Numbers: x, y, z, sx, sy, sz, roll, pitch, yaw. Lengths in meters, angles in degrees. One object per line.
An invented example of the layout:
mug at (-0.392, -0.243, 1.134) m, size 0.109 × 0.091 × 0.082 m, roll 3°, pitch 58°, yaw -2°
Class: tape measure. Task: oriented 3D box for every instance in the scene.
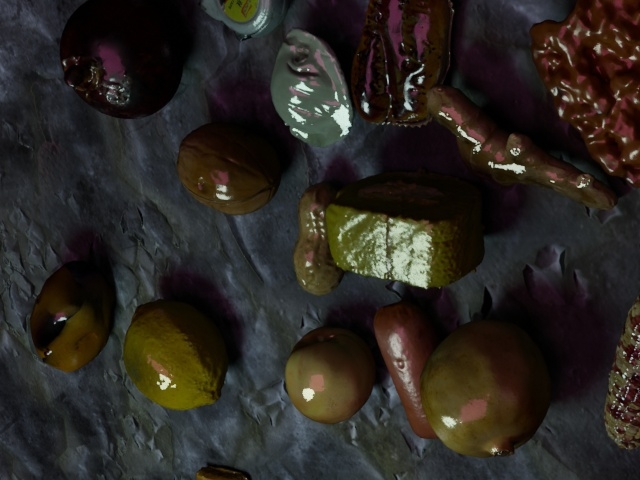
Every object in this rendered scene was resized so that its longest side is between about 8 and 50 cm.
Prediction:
tape measure at (-0.089, -0.479, 1.776) m, size 0.164 × 0.084 × 0.330 m, roll 41°, pitch 131°, yaw 8°

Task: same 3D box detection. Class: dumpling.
dumpling at (-0.006, -0.260, 1.829) m, size 0.152 × 0.108 × 0.219 m, roll 6°, pitch 130°, yaw 13°

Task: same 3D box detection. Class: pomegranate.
pomegranate at (0.277, 0.249, 1.809) m, size 0.233 × 0.233 × 0.233 m, roll 16°, pitch 121°, yaw 28°

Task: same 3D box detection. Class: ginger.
ginger at (0.303, -0.129, 1.672) m, size 0.333 × 0.081 × 0.148 m, roll 29°, pitch 143°, yaw 20°

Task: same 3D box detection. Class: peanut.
peanut at (0.000, 0.000, 1.947) m, size 0.095 × 0.108 × 0.226 m, roll 14°, pitch 118°, yaw 19°

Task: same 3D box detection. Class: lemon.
lemon at (-0.298, 0.234, 2.213) m, size 0.260 × 0.204 × 0.204 m, roll 51°, pitch 132°, yaw 14°

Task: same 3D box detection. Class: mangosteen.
mangosteen at (-0.380, -0.322, 1.948) m, size 0.235 × 0.261 × 0.236 m, roll 15°, pitch 121°, yaw 26°

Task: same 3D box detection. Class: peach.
peach at (0.017, 0.255, 2.022) m, size 0.184 × 0.184 × 0.184 m, roll 16°, pitch 121°, yaw 28°

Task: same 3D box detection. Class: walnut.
walnut at (-0.170, -0.132, 1.966) m, size 0.207 × 0.167 × 0.167 m, roll 23°, pitch 124°, yaw 27°

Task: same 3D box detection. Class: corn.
corn at (0.510, 0.209, 1.704) m, size 0.098 × 0.098 × 0.290 m, roll 22°, pitch 128°, yaw 25°

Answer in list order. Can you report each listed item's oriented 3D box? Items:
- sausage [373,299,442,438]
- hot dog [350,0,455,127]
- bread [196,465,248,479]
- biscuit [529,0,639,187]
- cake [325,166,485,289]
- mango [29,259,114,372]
sausage at (0.177, 0.226, 1.938) m, size 0.113 × 0.113 × 0.259 m, roll -9°, pitch 108°, yaw 38°
hot dog at (0.129, -0.301, 1.720) m, size 0.162 × 0.082 × 0.270 m, roll 23°, pitch 123°, yaw 23°
bread at (-0.218, 0.549, 2.418) m, size 0.132 × 0.053 × 0.074 m, roll 3°, pitch 110°, yaw 34°
biscuit at (0.475, -0.233, 1.490) m, size 0.312 × 0.110 × 0.318 m, roll -34°, pitch 91°, yaw 40°
cake at (0.144, -0.024, 1.787) m, size 0.260 × 0.179 × 0.156 m, roll 14°, pitch 120°, yaw 33°
mango at (-0.545, 0.173, 2.365) m, size 0.153 × 0.201 × 0.287 m, roll 52°, pitch 140°, yaw 28°
